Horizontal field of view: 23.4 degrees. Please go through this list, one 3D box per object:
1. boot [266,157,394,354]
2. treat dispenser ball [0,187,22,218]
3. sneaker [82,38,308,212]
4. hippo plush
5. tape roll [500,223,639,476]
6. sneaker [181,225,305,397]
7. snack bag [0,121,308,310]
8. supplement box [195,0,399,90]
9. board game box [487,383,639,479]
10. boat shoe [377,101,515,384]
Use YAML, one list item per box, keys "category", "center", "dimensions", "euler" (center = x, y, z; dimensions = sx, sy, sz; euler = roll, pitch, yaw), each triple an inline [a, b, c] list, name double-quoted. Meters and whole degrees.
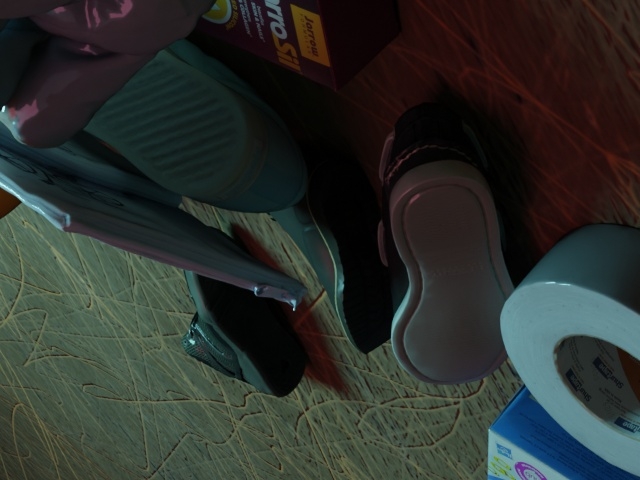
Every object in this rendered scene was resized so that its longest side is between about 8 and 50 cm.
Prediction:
- category: "boot"
  center: [0.000, 0.000, 1.435]
  dimensions: [0.137, 0.077, 0.198]
  euler: [22, 133, 47]
- category: "treat dispenser ball"
  center: [-0.402, -0.142, 1.546]
  dimensions: [0.288, 0.288, 0.288]
  euler: [34, 152, 21]
- category: "sneaker"
  center: [-0.150, -0.128, 1.396]
  dimensions: [0.366, 0.135, 0.150]
  euler: [45, -170, 35]
- category: "hippo plush"
  center: [-0.193, -0.232, 1.054]
  dimensions: [0.234, 0.294, 0.236]
  euler: [25, -140, -59]
- category: "tape roll"
  center: [0.249, 0.093, 1.197]
  dimensions: [0.219, 0.072, 0.219]
  euler: [35, 152, 21]
- category: "sneaker"
  center: [-0.115, 0.074, 1.674]
  dimensions: [0.130, 0.087, 0.227]
  euler: [10, 143, 40]
- category: "snack bag"
  center: [-0.206, -0.061, 1.256]
  dimensions: [0.342, 0.037, 0.323]
  euler: [33, -174, 34]
- category: "supplement box"
  center: [-0.041, -0.203, 1.175]
  dimensions: [0.188, 0.081, 0.104]
  euler: [27, 149, 31]
- category: "board game box"
  center: [0.298, 0.298, 1.406]
  dimensions: [0.308, 0.086, 0.302]
  euler: [31, 150, 26]
- category: "boat shoe"
  center: [0.106, 0.011, 1.270]
  dimensions: [0.114, 0.091, 0.302]
  euler: [-5, 142, -1]
